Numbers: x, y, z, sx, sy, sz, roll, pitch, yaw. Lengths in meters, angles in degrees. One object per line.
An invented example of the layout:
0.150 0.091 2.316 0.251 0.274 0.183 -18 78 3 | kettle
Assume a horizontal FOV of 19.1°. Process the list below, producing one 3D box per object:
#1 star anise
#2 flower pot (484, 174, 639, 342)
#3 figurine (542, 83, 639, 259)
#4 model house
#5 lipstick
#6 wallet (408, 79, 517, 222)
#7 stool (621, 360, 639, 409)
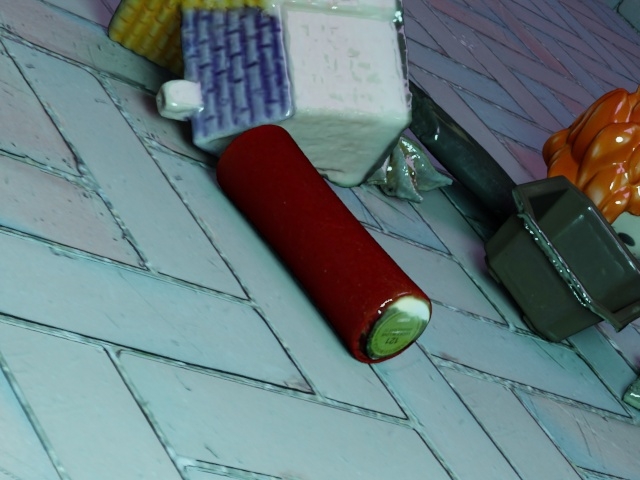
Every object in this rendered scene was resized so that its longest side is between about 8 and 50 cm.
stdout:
0.051 -0.102 1.981 0.182 0.065 0.195 47 14 15 | star anise
0.251 0.030 1.975 0.179 0.084 0.251 55 21 9 | flower pot
0.458 -0.003 2.330 0.306 0.241 0.411 -27 83 -46 | figurine
-0.064 -0.176 1.771 0.237 0.202 0.236 3 70 -24 | model house
0.000 0.000 1.593 0.080 0.080 0.241 17 26 -49 | lipstick
0.178 -0.078 2.109 0.321 0.044 0.170 38 11 -41 | wallet
0.486 0.097 1.931 0.270 0.243 0.170 27 18 9 | stool
